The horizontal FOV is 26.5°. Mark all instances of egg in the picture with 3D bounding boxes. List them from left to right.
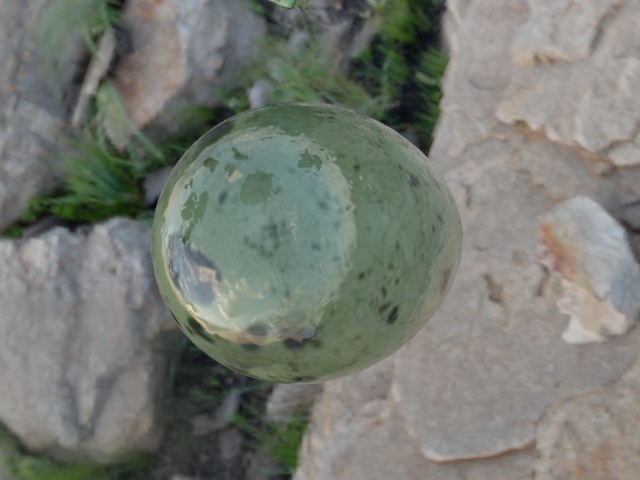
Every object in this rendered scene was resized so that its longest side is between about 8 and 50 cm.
[{"bbox_3d":[0.000,0.000,0.862,0.177,0.228,0.177,7,100,44],"label":"egg"}]

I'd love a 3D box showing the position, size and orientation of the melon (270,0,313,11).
[{"bbox_3d":[-0.014,-0.331,0.909,0.196,0.124,0.323,-117,38,-65],"label":"melon"}]
